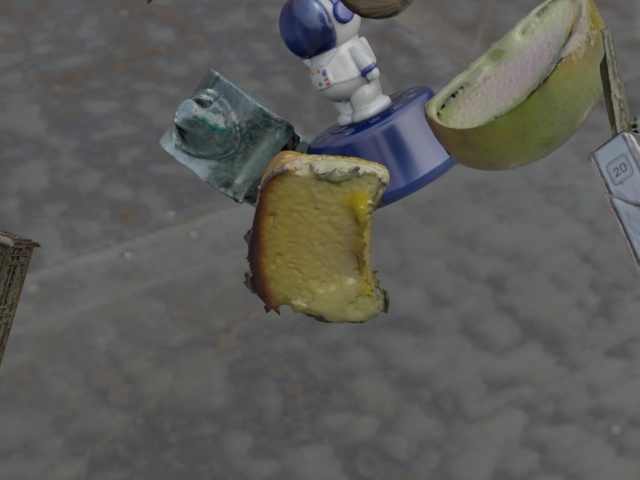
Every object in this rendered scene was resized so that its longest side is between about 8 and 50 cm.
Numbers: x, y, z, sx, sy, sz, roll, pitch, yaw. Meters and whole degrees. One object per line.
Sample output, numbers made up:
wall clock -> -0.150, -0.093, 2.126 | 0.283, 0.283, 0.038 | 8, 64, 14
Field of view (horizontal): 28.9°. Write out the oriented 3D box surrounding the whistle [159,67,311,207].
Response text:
whistle -> -0.111, -0.152, 2.239 | 0.405, 0.168, 0.188 | 33, 6, -29

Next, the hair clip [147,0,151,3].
hair clip -> -0.170, -0.356, 1.507 | 0.052, 0.195, 0.124 | 50, 18, -8

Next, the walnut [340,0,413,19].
walnut -> 0.081, -0.397, 1.821 | 0.140, 0.140, 0.162 | -25, 64, -35

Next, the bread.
bread -> 0.000, 0.000, 1.153 | 0.140, 0.160, 0.169 | 6, 3, 2

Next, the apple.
apple -> 0.279, -0.174, 1.582 | 0.265, 0.193, 0.120 | -39, 43, 11

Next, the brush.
brush -> 0.306, -0.120, 1.220 | 0.048, 0.054, 0.282 | -4, 39, 7

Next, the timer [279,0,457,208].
timer -> 0.052, -0.260, 2.111 | 0.270, 0.383, 0.270 | -27, 12, 6

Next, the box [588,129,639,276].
box -> 0.333, 0.070, 0.982 | 0.180, 0.047, 0.325 | 8, 56, -44

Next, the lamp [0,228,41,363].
lamp -> -0.497, 0.144, 1.768 | 0.089, 0.325, 0.090 | 17, 4, 14
